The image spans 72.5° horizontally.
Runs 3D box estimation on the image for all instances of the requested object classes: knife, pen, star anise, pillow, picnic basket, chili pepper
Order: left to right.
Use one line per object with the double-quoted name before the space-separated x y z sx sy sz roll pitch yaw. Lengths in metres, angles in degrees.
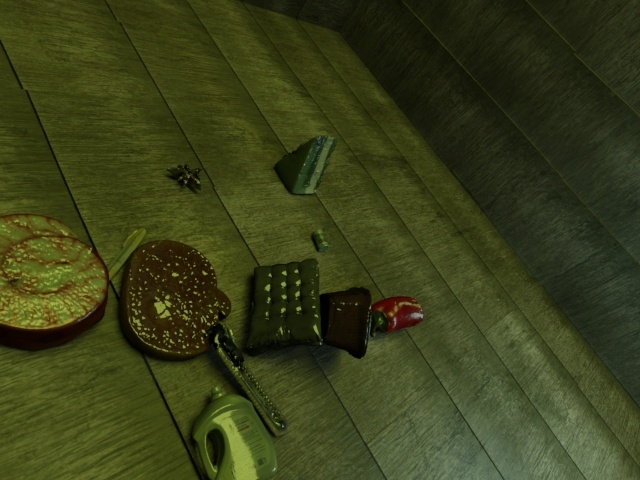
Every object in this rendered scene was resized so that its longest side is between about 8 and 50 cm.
"pen" -0.567 0.041 1.248 0.040 0.032 0.233 16 41 2
"star anise" -0.486 -0.235 1.557 0.129 0.056 0.124 17 46 -31
"knife" -0.194 0.381 1.207 0.365 0.043 0.089 56 36 0
"pillow" -0.112 0.196 1.364 0.228 0.101 0.326 -8 47 4
"picnic basket" 0.063 0.250 1.405 0.129 0.297 0.222 10 84 -10
"chili pepper" 0.243 0.288 1.649 0.338 0.134 0.131 -3 67 -44

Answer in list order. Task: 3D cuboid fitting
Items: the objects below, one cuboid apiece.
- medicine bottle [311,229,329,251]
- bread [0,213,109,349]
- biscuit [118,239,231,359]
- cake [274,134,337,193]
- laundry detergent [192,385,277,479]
"medicine bottle" 0.000 0.000 1.779 0.047 0.047 0.083 2 54 -41
"bread" -0.677 0.096 1.028 0.327 0.114 0.295 47 37 3
"biscuit" -0.406 0.165 1.250 0.314 0.063 0.367 18 45 -35
"cake" -0.035 -0.316 1.873 0.158 0.284 0.172 -12 79 -46
"laundry detergent" -0.221 0.487 1.086 0.181 0.091 0.253 -10 62 -40
